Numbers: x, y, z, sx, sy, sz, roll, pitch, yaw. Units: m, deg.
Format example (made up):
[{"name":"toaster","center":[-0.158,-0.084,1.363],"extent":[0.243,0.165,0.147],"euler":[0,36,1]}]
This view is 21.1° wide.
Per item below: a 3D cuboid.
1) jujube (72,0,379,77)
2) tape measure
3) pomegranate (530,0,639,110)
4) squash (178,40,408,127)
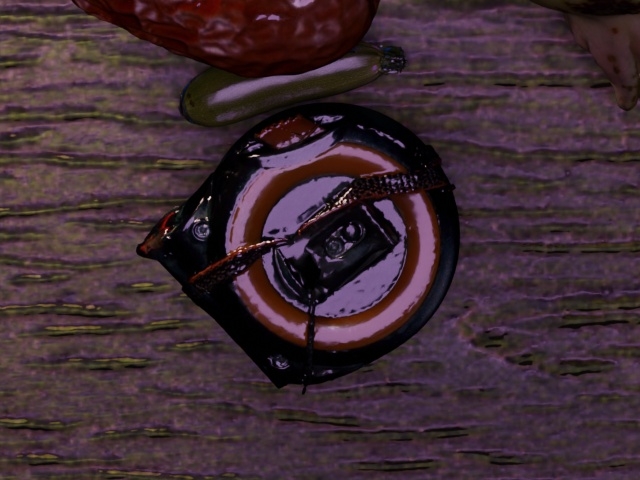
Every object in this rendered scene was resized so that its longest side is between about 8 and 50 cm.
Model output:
[{"name":"jujube","center":[-0.070,-0.204,1.275],"extent":[0.236,0.168,0.168],"euler":[3,102,16]},{"name":"tape measure","center":[0.000,0.000,1.316],"extent":[0.223,0.135,0.202],"euler":[-40,102,8]},{"name":"pomegranate","center":[0.196,-0.225,1.239],"extent":[0.204,0.222,0.276],"euler":[2,124,-11]},{"name":"squash","center":[-0.023,-0.127,1.338],"extent":[0.183,0.052,0.052],"euler":[-12,101,5]}]
